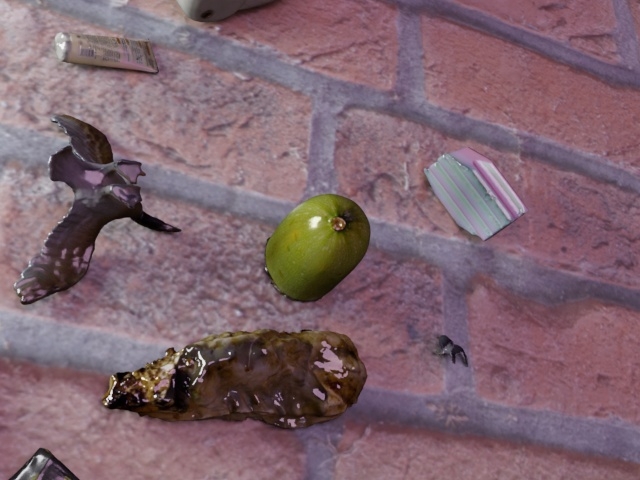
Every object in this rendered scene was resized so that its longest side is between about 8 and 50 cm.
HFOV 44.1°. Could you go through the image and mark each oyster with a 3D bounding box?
[{"bbox_3d":[-0.091,0.172,0.968,0.345,0.078,0.128,0,75,-28],"label":"oyster"}]

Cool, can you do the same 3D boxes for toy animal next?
[{"bbox_3d":[0.179,0.153,1.120,0.028,0.050,0.084,-56,137,-4],"label":"toy animal"},{"bbox_3d":[-0.255,-0.041,0.957,0.197,0.160,0.272,18,67,-19],"label":"toy animal"}]

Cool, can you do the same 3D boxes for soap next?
[{"bbox_3d":[0.234,-0.075,1.213,0.056,0.100,0.149,-30,80,-35],"label":"soap"}]

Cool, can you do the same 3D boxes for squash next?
[{"bbox_3d":[0.000,0.000,1.024,0.123,0.186,0.123,6,67,-16],"label":"squash"}]

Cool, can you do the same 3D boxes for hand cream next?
[{"bbox_3d":[-0.298,-0.264,1.102,0.143,0.039,0.061,-1,60,-35],"label":"hand cream"}]

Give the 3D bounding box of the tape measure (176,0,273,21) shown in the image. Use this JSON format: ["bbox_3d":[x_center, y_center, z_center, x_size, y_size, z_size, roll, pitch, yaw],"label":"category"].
[{"bbox_3d":[-0.104,-0.440,1.137,0.265,0.258,0.130,-24,76,-32],"label":"tape measure"}]

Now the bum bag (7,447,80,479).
[{"bbox_3d":[-0.236,0.323,0.829,0.232,0.060,0.106,38,65,-2],"label":"bum bag"}]
